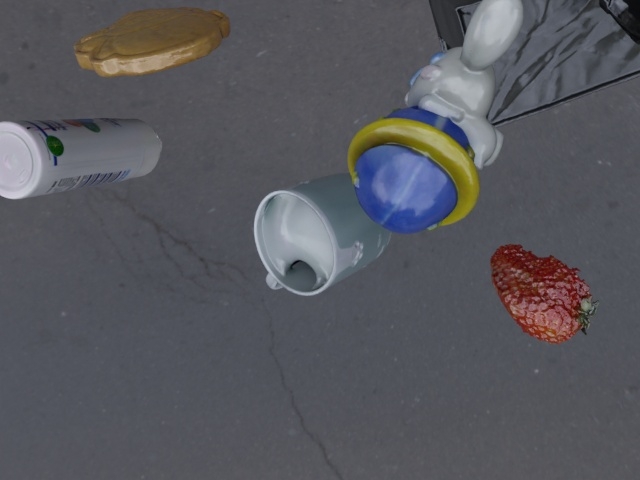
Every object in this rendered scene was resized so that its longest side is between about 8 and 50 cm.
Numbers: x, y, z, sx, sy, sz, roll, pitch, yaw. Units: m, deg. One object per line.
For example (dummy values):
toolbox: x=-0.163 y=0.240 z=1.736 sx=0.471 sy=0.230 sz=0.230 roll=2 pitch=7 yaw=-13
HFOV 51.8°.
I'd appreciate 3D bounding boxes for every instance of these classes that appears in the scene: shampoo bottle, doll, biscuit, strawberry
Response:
shampoo bottle: x=-0.304 y=-0.119 z=0.883 sx=0.092 sy=0.303 sz=0.092 roll=4 pitch=103 yaw=19
doll: x=0.151 y=-0.129 z=0.759 sx=0.159 sy=0.242 sz=0.311 roll=42 pitch=153 yaw=7
biscuit: x=-0.381 y=-0.448 z=1.453 sx=0.351 sy=0.312 sz=0.057 roll=27 pitch=140 yaw=40
strawberry: x=0.433 y=0.117 z=1.349 sx=0.236 sy=0.107 sz=0.175 roll=20 pitch=112 yaw=37

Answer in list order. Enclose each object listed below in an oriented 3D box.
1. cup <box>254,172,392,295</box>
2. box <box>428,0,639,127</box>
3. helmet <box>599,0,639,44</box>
cup: x=0.000 y=0.000 z=1.662 sx=0.259 sy=0.275 sz=0.356 roll=51 pitch=134 yaw=15
box: x=0.403 y=-0.402 z=1.216 sx=0.345 sy=0.204 sz=0.251 roll=-20 pitch=126 yaw=7
helmet: x=0.474 y=-0.406 z=0.892 sx=0.160 sy=0.230 sz=0.279 roll=-27 pitch=137 yaw=4
